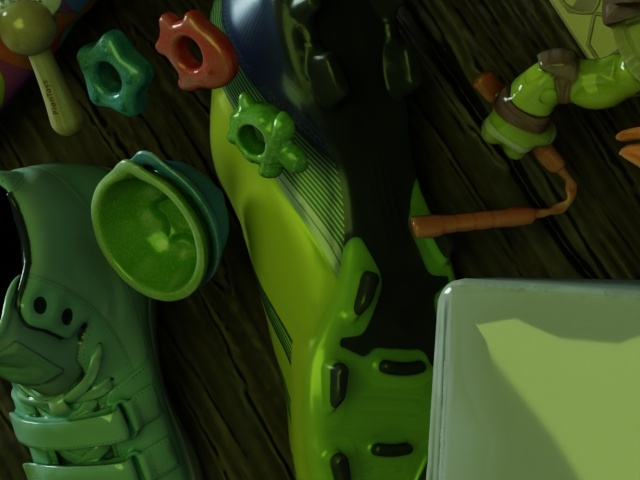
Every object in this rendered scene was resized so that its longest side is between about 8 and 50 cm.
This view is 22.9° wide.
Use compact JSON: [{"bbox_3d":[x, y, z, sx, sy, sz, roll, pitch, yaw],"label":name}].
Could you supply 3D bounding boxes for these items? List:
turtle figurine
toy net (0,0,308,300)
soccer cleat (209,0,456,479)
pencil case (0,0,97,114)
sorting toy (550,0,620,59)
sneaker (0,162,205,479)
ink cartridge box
[{"bbox_3d":[0.145,-0.110,0.682,0.269,0.087,0.217,-15,85,17],"label":"turtle figurine"},{"bbox_3d":[-0.114,-0.084,0.735,0.232,0.045,0.122,46,136,7],"label":"toy net"},{"bbox_3d":[0.001,-0.001,0.775,0.121,0.093,0.289,-8,88,55],"label":"soccer cleat"},{"bbox_3d":[-0.214,-0.091,0.862,0.236,0.104,0.104,-46,71,14],"label":"pencil case"},{"bbox_3d":[0.152,-0.121,0.737,0.083,0.012,0.062,-34,77,19],"label":"sorting toy"},{"bbox_3d":[-0.136,0.086,0.784,0.094,0.151,0.256,-12,84,22],"label":"sneaker"},{"bbox_3d":[0.192,0.080,0.547,0.226,0.306,0.131,3,89,26],"label":"ink cartridge box"}]
